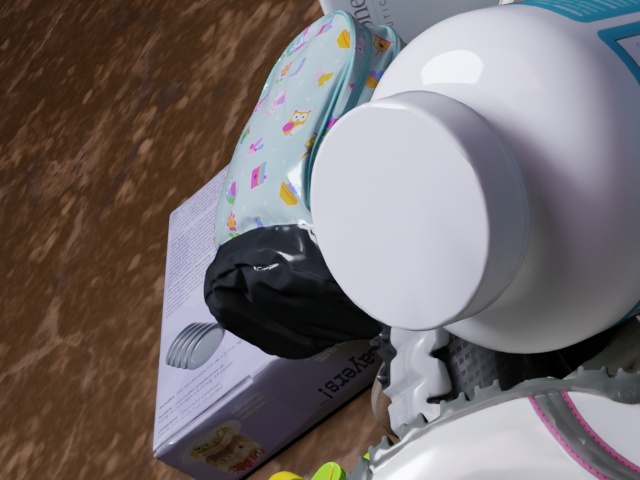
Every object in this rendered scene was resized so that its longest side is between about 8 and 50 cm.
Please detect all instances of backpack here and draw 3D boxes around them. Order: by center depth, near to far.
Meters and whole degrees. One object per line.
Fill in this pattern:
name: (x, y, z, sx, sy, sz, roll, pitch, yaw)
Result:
backpack: (0.013, -0.035, 0.940, 0.152, 0.115, 0.182, -12, 49, 51)

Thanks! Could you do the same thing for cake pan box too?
cake pan box: (0.000, 0.000, 1.108, 0.267, 0.070, 0.246, -40, 33, 26)

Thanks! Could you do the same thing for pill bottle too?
pill bottle: (0.117, -0.037, 0.737, 0.146, 0.264, 0.146, 15, 112, 41)

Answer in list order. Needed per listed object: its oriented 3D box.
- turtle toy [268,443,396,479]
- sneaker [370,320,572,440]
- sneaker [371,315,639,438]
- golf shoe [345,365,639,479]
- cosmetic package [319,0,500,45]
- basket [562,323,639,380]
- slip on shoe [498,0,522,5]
turtle toy: (0.008, 0.164, 0.906, 0.130, 0.066, 0.095, -57, 28, -8)
sneaker: (0.084, 0.071, 0.819, 0.078, 0.106, 0.234, 139, 133, -66)
sneaker: (0.100, 0.061, 0.881, 0.188, 0.066, 0.071, -41, 35, 27)
golf shoe: (0.132, 0.116, 0.575, 0.272, 0.105, 0.120, 2, 29, 15)
cosmetic package: (0.081, -0.200, 1.045, 0.183, 0.151, 0.151, -18, 35, 6)
basket: (0.163, 0.097, 0.697, 0.167, 0.103, 0.113, -41, 29, 26)
slip on shoe: (0.220, -0.138, 0.872, 0.331, 0.123, 0.101, -16, 49, 44)
